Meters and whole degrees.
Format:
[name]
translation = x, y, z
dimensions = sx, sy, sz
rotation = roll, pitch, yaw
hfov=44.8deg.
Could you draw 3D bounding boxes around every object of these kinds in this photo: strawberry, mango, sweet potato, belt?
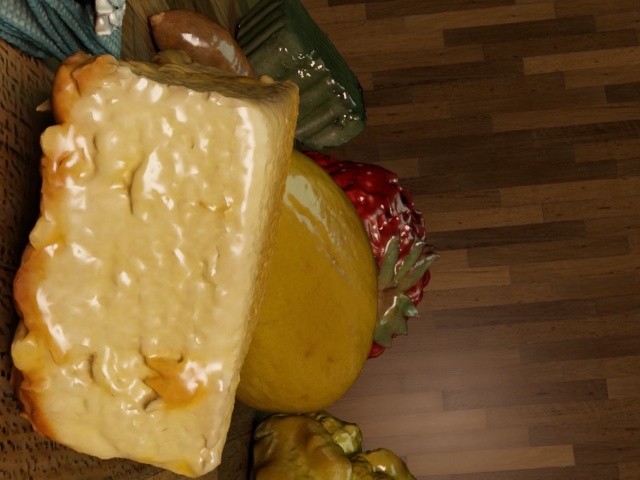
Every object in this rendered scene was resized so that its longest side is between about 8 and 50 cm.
[strawberry]
translation = 0.000, 0.000, 1.228
dimensions = 0.345, 0.295, 0.317
rotation = 42, -4, 37
[mango]
translation = -0.036, 0.034, 0.740
dimensions = 0.142, 0.195, 0.331
rotation = 32, -36, 41
[sweet potato]
translation = -0.095, -0.079, 0.801
dimensions = 0.114, 0.092, 0.341
rotation = -52, 143, -48
[belt]
translation = -0.118, -0.122, 0.358
dimensions = 0.179, 0.100, 0.065
rotation = -13, 102, -89

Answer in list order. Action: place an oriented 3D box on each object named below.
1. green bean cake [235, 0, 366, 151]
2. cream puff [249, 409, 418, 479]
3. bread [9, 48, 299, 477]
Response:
[green bean cake]
translation = -0.027, -0.261, 1.233
dimensions = 0.227, 0.125, 0.222
rotation = 39, 25, -34
[cream puff]
translation = 0.039, 0.380, 1.049
dimensions = 0.324, 0.257, 0.290
rotation = 62, 27, -82
[bread]
translation = -0.080, -0.011, 0.439
dimensions = 0.274, 0.114, 0.184
rotation = -94, -166, -76
